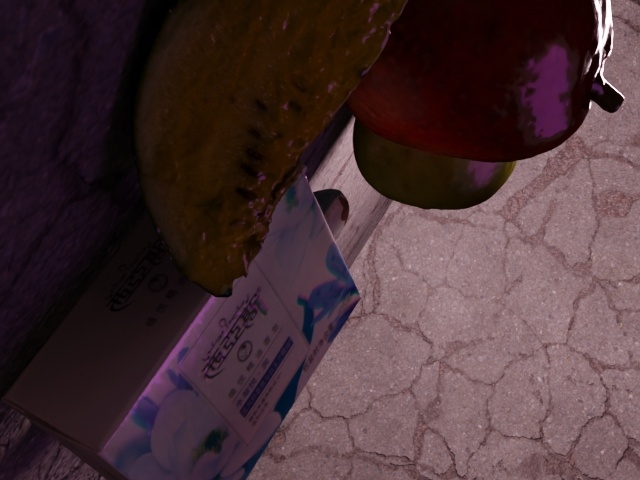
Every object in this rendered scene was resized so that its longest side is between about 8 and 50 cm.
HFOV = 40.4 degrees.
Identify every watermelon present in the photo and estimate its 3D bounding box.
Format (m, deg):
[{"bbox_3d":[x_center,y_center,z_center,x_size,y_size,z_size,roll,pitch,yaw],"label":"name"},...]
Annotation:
[{"bbox_3d":[-0.038,-0.105,0.557,0.301,0.129,0.123,-56,173,30],"label":"watermelon"}]

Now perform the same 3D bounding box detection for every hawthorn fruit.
[{"bbox_3d":[0.161,-0.198,0.861,0.265,0.307,0.265,-61,180,1],"label":"hawthorn fruit"}]

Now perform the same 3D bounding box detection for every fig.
[{"bbox_3d":[0.191,-0.207,1.321,0.258,0.258,0.326,-30,138,-77],"label":"fig"}]

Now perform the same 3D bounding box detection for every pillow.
[{"bbox_3d":[-0.040,0.015,1.360,0.233,0.086,0.214,-57,-176,-36],"label":"pillow"}]

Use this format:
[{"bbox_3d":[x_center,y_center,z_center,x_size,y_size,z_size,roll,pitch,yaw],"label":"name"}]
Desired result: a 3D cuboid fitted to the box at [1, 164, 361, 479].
[{"bbox_3d":[-0.097,0.086,0.744,0.274,0.116,0.203,-56,145,-23],"label":"box"}]
